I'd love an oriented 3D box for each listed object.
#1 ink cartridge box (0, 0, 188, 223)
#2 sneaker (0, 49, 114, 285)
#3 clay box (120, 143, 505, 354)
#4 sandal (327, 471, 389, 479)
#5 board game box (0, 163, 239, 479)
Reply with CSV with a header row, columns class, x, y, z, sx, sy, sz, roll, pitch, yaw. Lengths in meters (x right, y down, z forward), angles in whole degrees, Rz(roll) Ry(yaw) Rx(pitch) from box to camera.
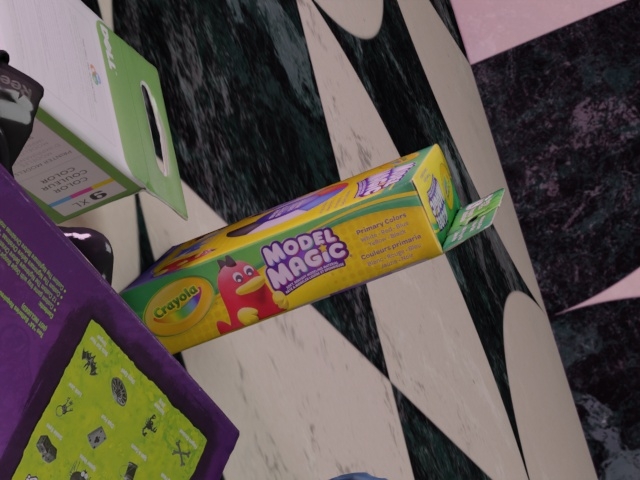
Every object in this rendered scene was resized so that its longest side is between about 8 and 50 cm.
class,x,y,z,sx,sy,sz,roll,pitch,yaw
ink cartridge box,-0.151,-0.081,0.915,0.209,0.062,0.109,41,30,-62
sneaker,-0.181,-0.056,0.637,0.286,0.130,0.109,57,18,-35
clay box,0.000,0.000,1.028,0.127,0.222,0.053,-53,120,-74
sandal,0.038,0.258,1.027,0.138,0.126,0.317,56,10,-29
board game box,-0.157,0.061,0.536,0.347,0.056,0.208,55,45,-44
